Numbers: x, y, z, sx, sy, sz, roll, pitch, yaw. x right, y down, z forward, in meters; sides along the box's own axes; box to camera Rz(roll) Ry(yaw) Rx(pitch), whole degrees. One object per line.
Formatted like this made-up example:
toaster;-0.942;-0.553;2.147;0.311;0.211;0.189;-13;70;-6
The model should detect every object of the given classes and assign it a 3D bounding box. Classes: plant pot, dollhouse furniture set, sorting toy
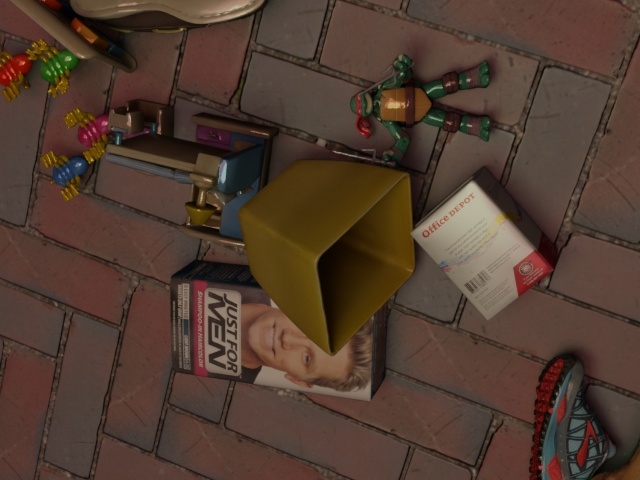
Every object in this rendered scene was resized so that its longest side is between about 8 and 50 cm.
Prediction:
plant pot;0.000;0.000;1.461;0.187;0.212;0.212;28;145;30
dollhouse furniture set;-0.233;-0.078;1.506;0.286;0.303;0.198;13;107;14
sorting toy;-0.387;-0.340;1.537;0.193;0.208;0.038;40;100;4

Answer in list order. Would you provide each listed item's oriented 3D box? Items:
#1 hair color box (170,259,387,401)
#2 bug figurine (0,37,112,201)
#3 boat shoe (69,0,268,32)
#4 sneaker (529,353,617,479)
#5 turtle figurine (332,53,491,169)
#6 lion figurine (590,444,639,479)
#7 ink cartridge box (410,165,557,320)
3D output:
hair color box;-0.069;0.143;1.621;0.347;0.105;0.174;5;106;16
bug figurine;-0.436;-0.213;1.639;0.216;0.072;0.279;-18;103;42
boat shoe;-0.224;-0.378;1.534;0.324;0.096;0.117;1;85;16
sneaker;0.396;0.295;1.532;0.125;0.104;0.262;2;110;0
turtle figurine;0.130;-0.200;1.458;0.234;0.118;0.175;-4;121;2
lion figurine;0.508;0.342;1.454;0.240;0.142;0.392;28;95;0
ink cartridge box;0.244;0.000;1.468;0.128;0.127;0.176;-41;91;22
